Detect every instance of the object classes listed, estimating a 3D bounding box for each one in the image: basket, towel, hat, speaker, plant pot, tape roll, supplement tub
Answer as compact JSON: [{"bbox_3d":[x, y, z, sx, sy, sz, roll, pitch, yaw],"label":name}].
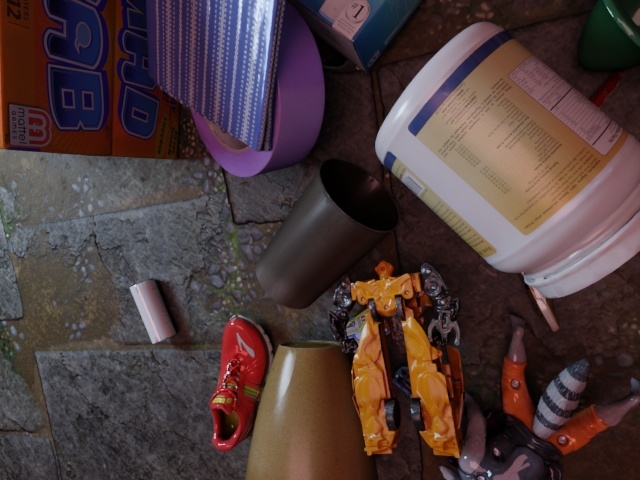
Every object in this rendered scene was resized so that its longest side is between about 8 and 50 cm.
[{"bbox_3d":[0.000,0.000,0.704,0.154,0.204,0.227,40,118,-1],"label":"basket"},{"bbox_3d":[-0.168,-0.305,0.622,0.336,0.040,0.243,37,131,31],"label":"towel"},{"bbox_3d":[0.394,-0.265,0.599,0.173,0.183,0.208,45,68,2],"label":"hat"},{"bbox_3d":[-0.367,0.155,0.920,0.055,0.055,0.136,-22,91,21],"label":"speaker"},{"bbox_3d":[-0.014,0.313,0.743,0.237,0.237,0.254,-2,83,20],"label":"plant pot"},{"bbox_3d":[-0.117,-0.247,0.684,0.275,0.090,0.274,25,125,42],"label":"tape roll"},{"bbox_3d":[0.256,-0.101,0.563,0.316,0.228,0.228,45,110,8],"label":"supplement tub"}]

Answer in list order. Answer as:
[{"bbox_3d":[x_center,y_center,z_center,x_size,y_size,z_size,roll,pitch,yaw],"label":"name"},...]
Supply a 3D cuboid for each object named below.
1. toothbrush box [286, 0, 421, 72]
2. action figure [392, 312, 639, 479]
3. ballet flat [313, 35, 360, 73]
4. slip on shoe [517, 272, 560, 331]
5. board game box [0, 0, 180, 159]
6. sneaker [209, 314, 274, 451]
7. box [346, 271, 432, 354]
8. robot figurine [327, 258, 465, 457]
[{"bbox_3d":[0.072,-0.448,0.615,0.216,0.126,0.295,42,100,10],"label":"toothbrush box"},{"bbox_3d":[0.270,0.286,0.651,0.341,0.178,0.330,28,97,13],"label":"action figure"},{"bbox_3d":[0.004,-0.322,0.717,0.173,0.049,0.057,14,103,17],"label":"ballet flat"},{"bbox_3d":[0.347,0.076,0.656,0.041,0.051,0.135,-26,83,10],"label":"slip on shoe"},{"bbox_3d":[-0.499,-0.344,0.731,0.356,0.356,0.356,11,101,18],"label":"board game box"},{"bbox_3d":[-0.166,0.290,0.833,0.107,0.118,0.279,7,100,18],"label":"sneaker"},{"bbox_3d":[0.115,0.130,0.742,0.169,0.054,0.059,-40,84,20],"label":"box"},{"bbox_3d":[0.122,0.174,0.651,0.211,0.085,0.291,-11,80,24],"label":"robot figurine"}]
